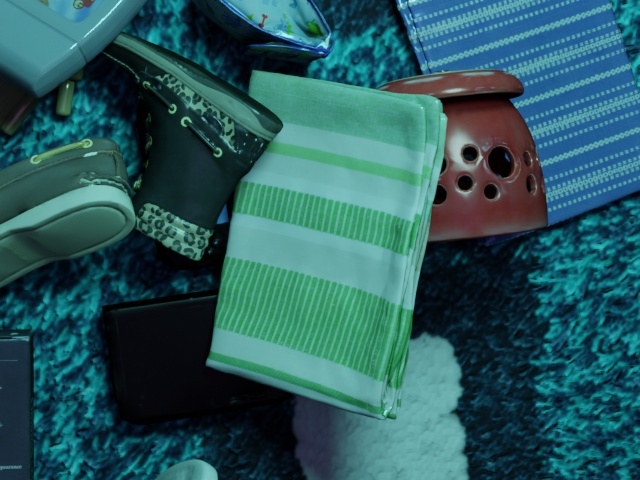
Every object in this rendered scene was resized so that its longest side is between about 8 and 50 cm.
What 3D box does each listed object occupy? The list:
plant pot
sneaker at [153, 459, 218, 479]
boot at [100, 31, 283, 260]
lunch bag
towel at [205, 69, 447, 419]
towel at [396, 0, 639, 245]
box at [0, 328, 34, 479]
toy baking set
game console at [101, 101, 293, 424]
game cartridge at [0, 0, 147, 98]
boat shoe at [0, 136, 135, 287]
[{"bbox_3d":[0.136,-0.086,1.532,0.191,0.191,0.174,-7,89,-9],"label":"plant pot"},{"bbox_3d":[-0.139,0.347,1.522,0.147,0.104,0.295,24,122,-17],"label":"sneaker"},{"bbox_3d":[-0.173,-0.105,1.521,0.236,0.085,0.178,31,100,20],"label":"boot"},{"bbox_3d":[-0.056,-0.243,1.550,0.151,0.129,0.096,37,86,-10],"label":"lunch bag"},{"bbox_3d":[0.000,0.000,1.488,0.248,0.038,0.324,13,97,34],"label":"towel"},{"bbox_3d":[0.234,-0.185,1.652,0.243,0.040,0.336,-20,96,-10],"label":"towel"},{"bbox_3d":[-0.375,0.197,1.515,0.153,0.108,0.207,1,90,-9],"label":"box"},{"bbox_3d":[-0.341,-0.245,1.552,0.197,0.030,0.256,13,89,-9],"label":"toy baking set"},{"bbox_3d":[-0.141,0.012,1.584,0.213,0.044,0.361,-9,92,-9],"label":"game console"},{"bbox_3d":[-0.264,-0.302,1.505,0.198,0.062,0.297,30,75,15],"label":"game cartridge"},{"bbox_3d":[-0.347,-0.016,1.505,0.324,0.116,0.096,-19,58,12],"label":"boat shoe"}]
